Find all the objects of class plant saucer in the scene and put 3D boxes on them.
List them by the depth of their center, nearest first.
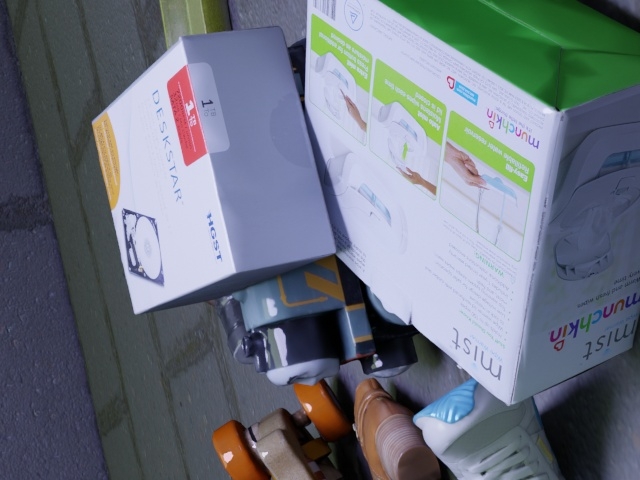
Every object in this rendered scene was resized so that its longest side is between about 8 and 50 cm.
[{"bbox_3d":[-0.164,-0.317,1.618,0.188,0.045,0.188,-179,80,-69],"label":"plant saucer"}]

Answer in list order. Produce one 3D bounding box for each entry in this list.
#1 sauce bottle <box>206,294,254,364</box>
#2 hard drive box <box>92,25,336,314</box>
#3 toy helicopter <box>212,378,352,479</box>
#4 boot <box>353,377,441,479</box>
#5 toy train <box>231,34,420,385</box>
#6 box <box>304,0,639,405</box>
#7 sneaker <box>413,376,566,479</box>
[{"bbox_3d":[-0.135,0.002,1.599,0.111,0.111,0.344,107,148,-50],"label":"sauce bottle"},{"bbox_3d":[-0.094,-0.049,1.006,0.232,0.089,0.181,-24,78,61],"label":"hard drive box"},{"bbox_3d":[0.008,0.305,1.303,0.235,0.140,0.355,58,-178,-15],"label":"toy helicopter"},{"bbox_3d":[0.080,0.244,1.239,0.152,0.073,0.197,-129,33,-64],"label":"boot"},{"bbox_3d":[-0.010,-0.028,1.155,0.142,0.190,0.333,151,107,-69],"label":"toy train"},{"bbox_3d":[0.104,-0.058,0.870,0.262,0.127,0.231,41,141,43],"label":"box"},{"bbox_3d":[0.139,0.161,0.928,0.092,0.087,0.228,62,-172,30],"label":"sneaker"}]
